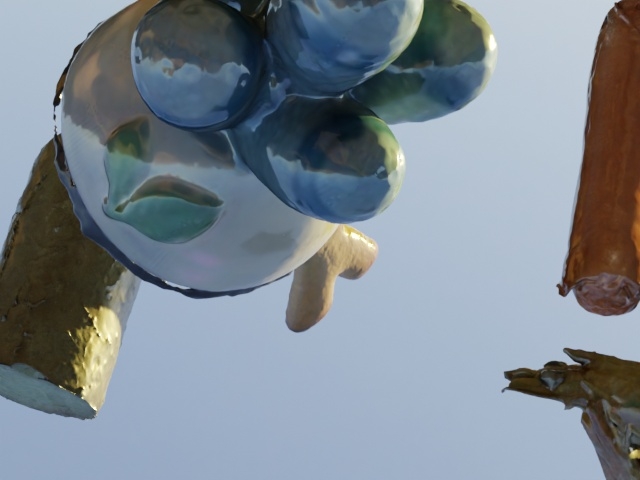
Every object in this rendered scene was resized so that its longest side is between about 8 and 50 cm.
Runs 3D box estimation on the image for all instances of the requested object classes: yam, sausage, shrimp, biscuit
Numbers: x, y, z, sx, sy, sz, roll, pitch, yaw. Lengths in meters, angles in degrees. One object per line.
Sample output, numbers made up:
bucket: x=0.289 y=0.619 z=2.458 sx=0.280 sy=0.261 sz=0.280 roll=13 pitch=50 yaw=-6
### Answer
yam: x=-0.282 y=0.045 z=2.071 sx=0.168 sy=0.168 sz=0.304 roll=7 pitch=-121 yaw=14
sausage: x=0.319 y=-0.102 z=1.970 sx=0.094 sy=0.094 sz=0.419 roll=-22 pitch=-137 yaw=40
shrimp: x=0.327 y=0.208 z=1.871 sx=0.317 sy=0.168 sz=0.077 roll=19 pitch=-169 yaw=15
biscuit: x=0.000 y=0.001 z=2.207 sx=0.047 sy=0.208 sz=0.164 roll=28 pitch=-117 yaw=32

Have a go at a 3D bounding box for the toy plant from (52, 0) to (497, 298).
toy plant: x=-0.025 y=-0.111 z=1.221 sx=0.247 sy=0.247 sz=0.332 roll=-12 pitch=170 yaw=-28
